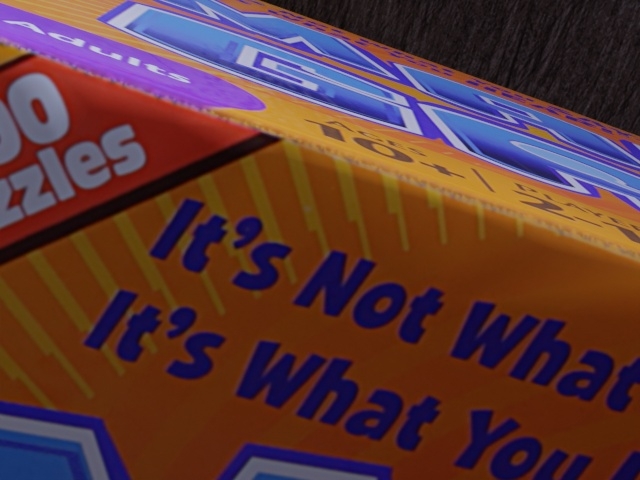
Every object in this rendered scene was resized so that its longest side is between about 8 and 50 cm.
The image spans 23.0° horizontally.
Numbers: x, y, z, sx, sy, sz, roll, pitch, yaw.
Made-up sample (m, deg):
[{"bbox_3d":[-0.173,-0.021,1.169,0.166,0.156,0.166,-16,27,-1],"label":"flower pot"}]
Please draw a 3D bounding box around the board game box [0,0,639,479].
[{"bbox_3d":[0.006,0.127,0.544,0.356,0.356,0.356,18,12,-9],"label":"board game box"}]
